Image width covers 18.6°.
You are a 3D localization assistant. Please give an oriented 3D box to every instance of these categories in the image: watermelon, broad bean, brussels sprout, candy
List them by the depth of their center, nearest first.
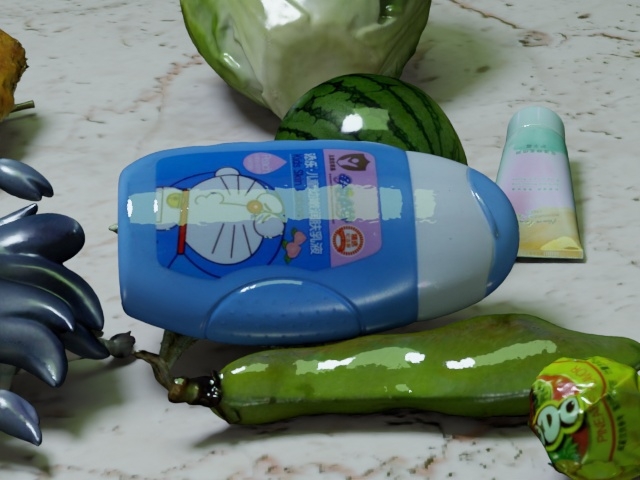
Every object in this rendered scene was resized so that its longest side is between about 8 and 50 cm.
[{"bbox_3d":[0.236,0.092,1.199,0.262,0.077,0.073,-11,5,-33],"label":"candy"},{"bbox_3d":[0.049,0.086,1.232,0.325,0.067,0.075,-6,-5,0],"label":"broad bean"},{"bbox_3d":[0.025,-0.057,1.431,0.140,0.141,0.187,-19,26,-27],"label":"watermelon"},{"bbox_3d":[-0.010,-0.212,1.674,0.219,0.210,0.271,15,36,-11],"label":"brussels sprout"}]

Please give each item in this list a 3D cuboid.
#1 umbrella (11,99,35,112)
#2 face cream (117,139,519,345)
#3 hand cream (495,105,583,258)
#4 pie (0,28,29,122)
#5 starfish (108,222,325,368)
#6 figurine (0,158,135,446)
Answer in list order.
[{"bbox_3d":[-0.329,-0.103,1.696,0.165,0.025,0.027,-16,53,-19],"label":"umbrella"},{"bbox_3d":[0.000,0.000,1.287,0.264,0.083,0.149,-2,61,-4],"label":"face cream"},{"bbox_3d":[0.163,-0.038,1.483,0.076,0.047,0.174,1,36,8],"label":"hand cream"},{"bbox_3d":[-0.389,-0.100,1.596,0.308,0.085,0.308,3,33,-2],"label":"pie"},{"bbox_3d":[-0.059,0.041,1.331,0.208,0.053,0.176,24,39,31],"label":"starfish"},{"bbox_3d":[-0.257,0.043,1.250,0.265,0.197,0.175,-33,14,-37],"label":"figurine"}]
